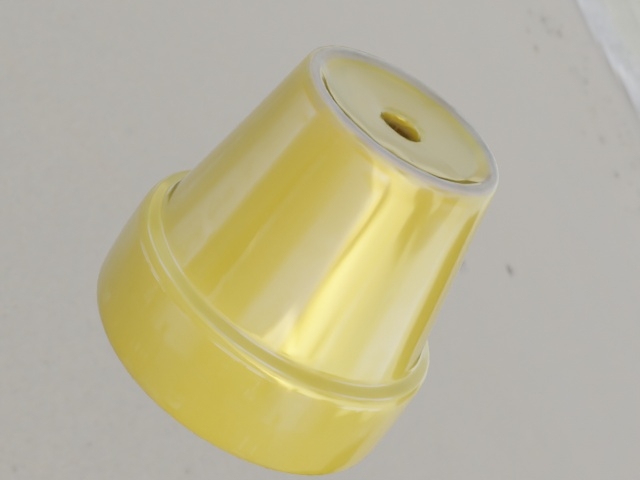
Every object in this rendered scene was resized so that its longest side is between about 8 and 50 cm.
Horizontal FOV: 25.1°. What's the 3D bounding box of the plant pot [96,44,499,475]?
[{"bbox_3d":[0.000,0.000,1.051,0.254,0.239,0.254,28,27,-16],"label":"plant pot"}]
